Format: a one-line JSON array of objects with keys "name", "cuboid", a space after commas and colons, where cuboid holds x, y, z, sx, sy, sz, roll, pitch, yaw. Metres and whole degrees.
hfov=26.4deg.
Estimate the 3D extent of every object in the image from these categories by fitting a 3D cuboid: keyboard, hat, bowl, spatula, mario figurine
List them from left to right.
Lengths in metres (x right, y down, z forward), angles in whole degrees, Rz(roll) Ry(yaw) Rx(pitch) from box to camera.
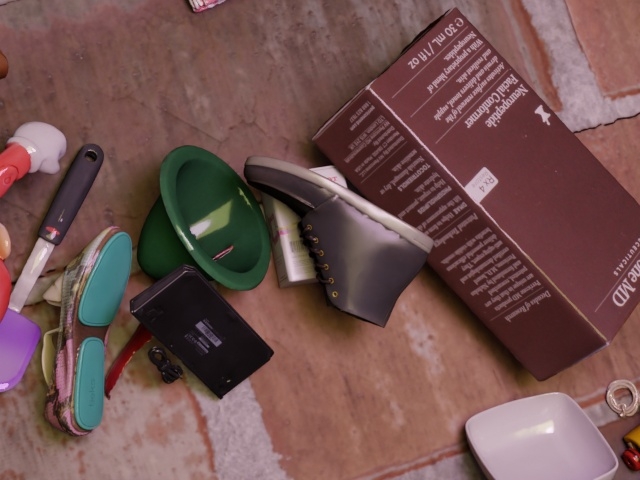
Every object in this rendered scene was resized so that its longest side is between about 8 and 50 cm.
[{"name": "mario figurine", "cuboid": [-0.376, -0.037, 1.407, 0.170, 0.198, 0.320, 13, 62, -44]}, {"name": "spatula", "cuboid": [-0.302, 0.023, 1.453, 0.084, 0.030, 0.296, 28, 72, -9]}, {"name": "hat", "cuboid": [-0.179, 0.019, 1.490, 0.173, 0.183, 0.208, 54, 27, -12]}, {"name": "keyboard", "cuboid": [-0.133, 0.103, 1.426, 0.108, 0.023, 0.180, -38, 132, 1]}, {"name": "bowl", "cuboid": [0.243, 0.243, 1.518, 0.142, 0.053, 0.142, -13, 39, -17]}]

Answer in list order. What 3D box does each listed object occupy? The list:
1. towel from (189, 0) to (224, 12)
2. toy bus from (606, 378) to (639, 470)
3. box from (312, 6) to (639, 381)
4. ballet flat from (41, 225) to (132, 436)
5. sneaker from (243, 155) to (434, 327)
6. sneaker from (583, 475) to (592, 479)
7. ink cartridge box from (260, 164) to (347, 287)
[{"name": "towel", "cuboid": [-0.094, -0.363, 1.596, 0.197, 0.029, 0.144, -27, 86, -21]}, {"name": "toy bus", "cuboid": [0.433, 0.263, 1.564, 0.202, 0.104, 0.191, 13, 75, -13]}, {"name": "box", "cuboid": [0.197, -0.051, 1.526, 0.381, 0.143, 0.191, 47, 53, -4]}, {"name": "ballet flat", "cuboid": [-0.255, 0.091, 1.423, 0.079, 0.077, 0.221, 6, 86, 31]}, {"name": "sneaker", "cuboid": [0.000, 0.000, 1.458, 0.222, 0.083, 0.118, 28, 86, 0]}, {"name": "sneaker", "cuboid": [0.278, 0.336, 1.531, 0.166, 0.065, 0.076, -43, 96, -17]}, {"name": "ink cartridge box", "cuboid": [-0.011, -0.016, 1.530, 0.088, 0.052, 0.122, -9, 82, -17]}]
